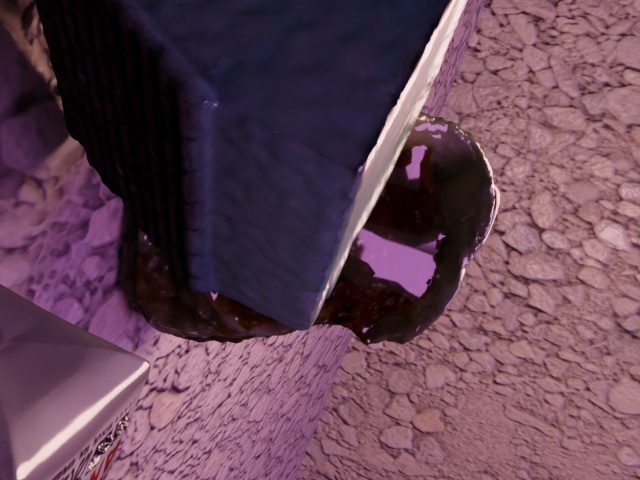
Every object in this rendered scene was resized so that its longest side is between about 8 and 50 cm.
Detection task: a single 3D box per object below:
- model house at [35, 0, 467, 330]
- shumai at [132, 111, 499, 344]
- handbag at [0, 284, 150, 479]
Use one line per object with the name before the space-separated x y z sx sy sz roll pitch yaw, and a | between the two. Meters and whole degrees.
model house | -0.064 -0.111 0.582 0.230 0.249 0.280 -61 175 -27
shumai | 0.000 0.000 0.876 0.292 0.289 0.329 -53 162 -61
handbag | -0.235 0.190 0.570 0.171 0.151 0.298 -46 159 -68
